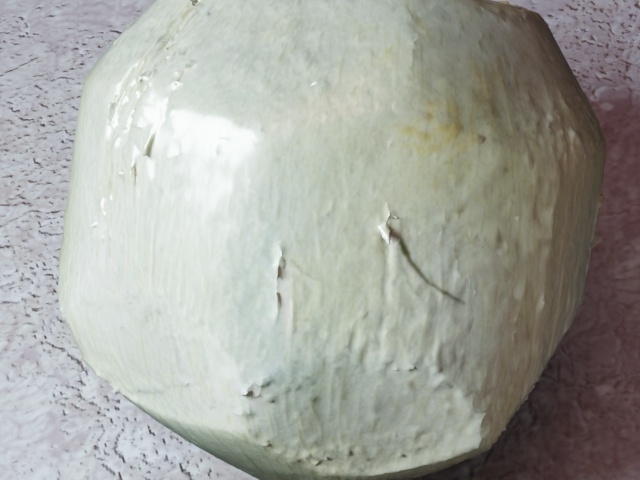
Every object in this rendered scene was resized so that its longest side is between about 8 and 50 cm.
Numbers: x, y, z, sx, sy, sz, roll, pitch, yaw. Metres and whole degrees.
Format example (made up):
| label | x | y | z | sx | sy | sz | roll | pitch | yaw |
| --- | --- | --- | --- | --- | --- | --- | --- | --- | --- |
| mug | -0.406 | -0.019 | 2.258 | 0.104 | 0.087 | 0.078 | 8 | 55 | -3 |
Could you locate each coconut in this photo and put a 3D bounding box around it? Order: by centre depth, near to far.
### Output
| label | x | y | z | sx | sy | sz | roll | pitch | yaw |
| --- | --- | --- | --- | --- | --- | --- | --- | --- | --- |
| coconut | 0.000 | 0.000 | 0.917 | 0.346 | 0.360 | 0.346 | 9 | 12 | -2 |
